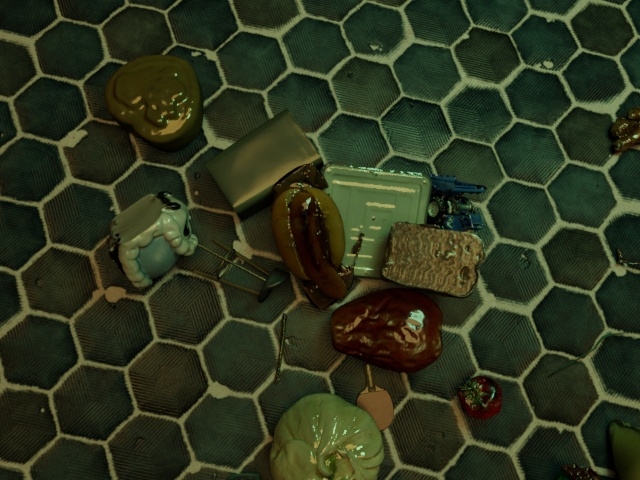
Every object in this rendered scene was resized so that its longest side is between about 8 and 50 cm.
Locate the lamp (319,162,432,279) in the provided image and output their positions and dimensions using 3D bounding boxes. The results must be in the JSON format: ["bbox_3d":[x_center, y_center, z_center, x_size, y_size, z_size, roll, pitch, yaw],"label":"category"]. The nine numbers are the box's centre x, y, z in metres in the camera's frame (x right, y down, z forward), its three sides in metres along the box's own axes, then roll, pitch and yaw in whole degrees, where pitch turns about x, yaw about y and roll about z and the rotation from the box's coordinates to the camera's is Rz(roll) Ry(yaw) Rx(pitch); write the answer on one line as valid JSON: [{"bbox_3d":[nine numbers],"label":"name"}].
[{"bbox_3d":[0.117,-0.041,1.177,0.267,0.047,0.269,5,101,-4],"label":"lamp"}]

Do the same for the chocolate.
[{"bbox_3d":[0.250,0.044,1.095,0.214,0.093,0.148,13,85,16],"label":"chocolate"}]

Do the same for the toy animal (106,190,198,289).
[{"bbox_3d":[-0.377,0.000,1.120,0.204,0.208,0.156,-37,123,-12],"label":"toy animal"}]

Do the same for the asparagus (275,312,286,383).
[{"bbox_3d":[-0.093,0.256,1.169,0.013,0.016,0.166,14,76,-35],"label":"asparagus"}]

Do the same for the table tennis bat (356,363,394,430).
[{"bbox_3d":[0.124,0.370,1.163,0.087,0.013,0.156,-10,82,-3],"label":"table tennis bat"}]

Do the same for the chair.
[{"bbox_3d":[-0.188,0.077,1.162,0.222,0.104,0.095,23,105,5],"label":"chair"}]

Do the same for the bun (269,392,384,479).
[{"bbox_3d":[0.010,0.459,1.066,0.259,0.160,0.259,0,79,0],"label":"bun"}]

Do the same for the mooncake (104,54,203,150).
[{"bbox_3d":[-0.394,-0.350,1.213,0.235,0.117,0.234,0,80,0],"label":"mooncake"}]

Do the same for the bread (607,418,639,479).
[{"bbox_3d":[0.754,0.539,1.073,0.163,0.204,0.261,-1,83,0],"label":"bread"}]

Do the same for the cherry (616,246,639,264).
[{"bbox_3d":[0.867,0.027,1.234,0.226,0.090,0.106,8,91,7],"label":"cherry"}]

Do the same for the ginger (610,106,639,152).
[{"bbox_3d":[0.833,-0.302,1.294,0.162,0.073,0.103,-23,81,-6],"label":"ginger"}]

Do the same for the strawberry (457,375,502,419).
[{"bbox_3d":[0.373,0.367,1.141,0.106,0.106,0.106,1,80,-3],"label":"strawberry"}]

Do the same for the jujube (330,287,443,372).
[{"bbox_3d":[0.149,0.201,1.115,0.255,0.190,0.189,-2,80,8],"label":"jujube"}]

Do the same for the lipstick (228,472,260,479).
[{"bbox_3d":[-0.165,0.663,1.059,0.078,0.076,0.289,0,82,-5],"label":"lipstick"}]

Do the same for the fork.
[{"bbox_3d":[0.652,0.269,1.202,0.235,0.039,0.021,-26,78,-4],"label":"fork"}]

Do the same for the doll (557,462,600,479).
[{"bbox_3d":[0.587,0.596,1.100,0.134,0.106,0.186,-36,100,-4],"label":"doll"}]

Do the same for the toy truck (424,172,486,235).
[{"bbox_3d":[0.323,-0.070,1.180,0.113,0.126,0.208,-2,79,-30],"label":"toy truck"}]

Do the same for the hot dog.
[{"bbox_3d":[-0.006,0.001,1.102,0.194,0.107,0.326,-30,101,5],"label":"hot dog"}]

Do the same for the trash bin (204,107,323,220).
[{"bbox_3d":[-0.136,-0.180,1.195,0.241,0.122,0.164,-32,83,-6],"label":"trash bin"}]
